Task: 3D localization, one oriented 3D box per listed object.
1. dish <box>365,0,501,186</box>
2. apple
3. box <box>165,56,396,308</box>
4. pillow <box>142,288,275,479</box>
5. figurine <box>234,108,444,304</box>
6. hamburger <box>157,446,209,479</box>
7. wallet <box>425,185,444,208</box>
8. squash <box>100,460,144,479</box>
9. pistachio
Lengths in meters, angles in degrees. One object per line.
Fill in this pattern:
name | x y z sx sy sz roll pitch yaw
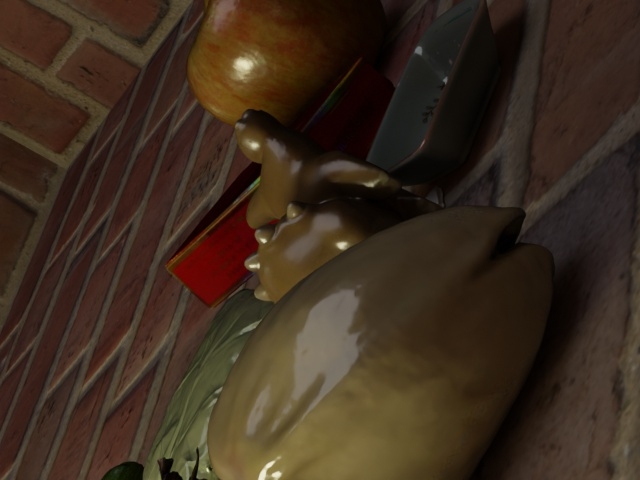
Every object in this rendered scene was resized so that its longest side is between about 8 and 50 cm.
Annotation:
dish | 0.132 -0.153 1.834 0.154 0.064 0.234 -28 36 63
apple | -0.042 -0.260 2.291 0.264 0.264 0.264 -53 17 24
box | -0.041 -0.063 2.102 0.197 0.089 0.313 -52 7 -38
pillow | -0.117 0.175 2.006 0.274 0.076 0.280 -62 15 -8
figurine | 0.001 0.000 1.738 0.247 0.177 0.173 28 89 30
hamburger | -0.142 0.300 1.720 0.189 0.093 0.164 -92 -1 -67
wallet | 0.098 -0.015 1.793 0.083 0.011 0.044 -54 17 22
squash | -0.258 0.358 2.134 0.077 0.068 0.219 111 178 -55
pistachio | 0.056 0.106 1.389 0.332 0.208 0.226 -49 -23 5
